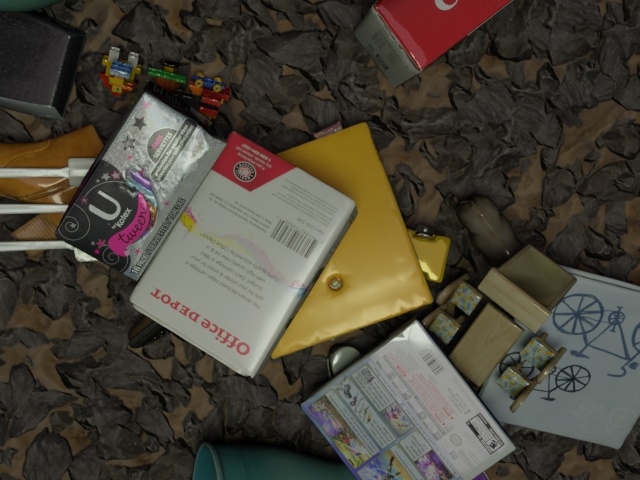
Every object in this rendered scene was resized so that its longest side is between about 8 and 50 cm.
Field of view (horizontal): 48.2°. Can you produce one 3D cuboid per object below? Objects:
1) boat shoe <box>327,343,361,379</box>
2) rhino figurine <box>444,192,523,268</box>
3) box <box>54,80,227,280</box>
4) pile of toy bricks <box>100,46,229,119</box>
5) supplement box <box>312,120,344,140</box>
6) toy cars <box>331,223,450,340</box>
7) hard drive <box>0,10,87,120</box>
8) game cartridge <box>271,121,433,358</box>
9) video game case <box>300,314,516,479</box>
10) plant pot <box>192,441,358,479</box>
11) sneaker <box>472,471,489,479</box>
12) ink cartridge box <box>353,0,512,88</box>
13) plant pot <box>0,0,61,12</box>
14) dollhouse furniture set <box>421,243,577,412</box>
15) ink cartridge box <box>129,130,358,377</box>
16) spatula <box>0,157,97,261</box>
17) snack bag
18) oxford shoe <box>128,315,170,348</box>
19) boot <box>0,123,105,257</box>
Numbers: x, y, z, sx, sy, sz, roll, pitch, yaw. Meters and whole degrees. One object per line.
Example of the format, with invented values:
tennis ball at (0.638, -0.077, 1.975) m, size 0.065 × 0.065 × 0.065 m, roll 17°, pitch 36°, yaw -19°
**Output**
boat shoe at (0.065, 0.290, 1.284) m, size 0.078 × 0.070 × 0.219 m, roll -15°, pitch 92°, yaw -14°
rhino figurine at (0.317, 0.013, 1.261) m, size 0.073 × 0.106 × 0.243 m, roll -38°, pitch 105°, yaw 2°
box at (-0.269, -0.095, 1.078) m, size 0.142 × 0.163 × 0.247 m, roll 31°, pitch 100°, yaw -18°
pile of toy bricks at (-0.265, -0.232, 1.197) m, size 0.212 × 0.118 × 0.105 m, roll 13°, pitch 126°, yaw -15°
supplement box at (0.027, -0.160, 1.250) m, size 0.055 × 0.043 × 0.083 m, roll -26°, pitch 98°, yaw -1°
toy cars at (0.035, 0.067, 1.255) m, size 0.394 × 0.087 × 0.176 m, roll -28°, pitch 85°, yaw 2°
hard drive at (-0.534, -0.310, 1.178) m, size 0.255 × 0.054 × 0.172 m, roll 17°, pitch 94°, yaw -7°
game cartridge at (0.000, 0.000, 1.196) m, size 0.285 × 0.052 × 0.323 m, roll -20°, pitch 83°, yaw 3°
video game case at (0.145, 0.305, 1.202) m, size 0.244 × 0.061 × 0.269 m, roll -37°, pitch 90°, yaw 6°
plant pot at (-0.069, 0.472, 1.202) m, size 0.255 × 0.272 × 0.271 m, roll 3°, pitch 95°, yaw -19°
sneaker at (0.210, 0.420, 1.292) m, size 0.236 × 0.104 × 0.095 m, roll 32°, pitch 90°, yaw -8°
ink cartridge box at (0.225, -0.397, 1.132) m, size 0.309 × 0.272 × 0.130 m, roll -38°, pitch 97°, yaw 0°
plant pot at (-0.447, -0.486, 1.066) m, size 0.235 × 0.293 × 0.293 m, roll -36°, pitch 98°, yaw 16°
dollhouse furniture set at (0.286, 0.143, 1.164) m, size 0.212 × 0.161 × 0.242 m, roll 40°, pitch 123°, yaw 19°
ink cartridge box at (-0.112, 0.021, 1.112) m, size 0.226 × 0.131 × 0.306 m, roll 32°, pitch 90°, yaw 6°
spatula at (-0.439, -0.047, 1.147) m, size 0.242 × 0.019 × 0.168 m, roll -3°, pitch 103°, yaw -16°
snack bag at (0.473, 0.221, 1.293) m, size 0.323 × 0.037 × 0.342 m, roll 13°, pitch 113°, yaw -8°
oxford shoe at (-0.260, 0.090, 1.239) m, size 0.096 × 0.083 × 0.227 m, roll 42°, pitch 90°, yaw 12°
boot at (-0.471, -0.139, 1.185) m, size 0.211 × 0.104 × 0.295 m, roll -37°, pitch 104°, yaw -6°
